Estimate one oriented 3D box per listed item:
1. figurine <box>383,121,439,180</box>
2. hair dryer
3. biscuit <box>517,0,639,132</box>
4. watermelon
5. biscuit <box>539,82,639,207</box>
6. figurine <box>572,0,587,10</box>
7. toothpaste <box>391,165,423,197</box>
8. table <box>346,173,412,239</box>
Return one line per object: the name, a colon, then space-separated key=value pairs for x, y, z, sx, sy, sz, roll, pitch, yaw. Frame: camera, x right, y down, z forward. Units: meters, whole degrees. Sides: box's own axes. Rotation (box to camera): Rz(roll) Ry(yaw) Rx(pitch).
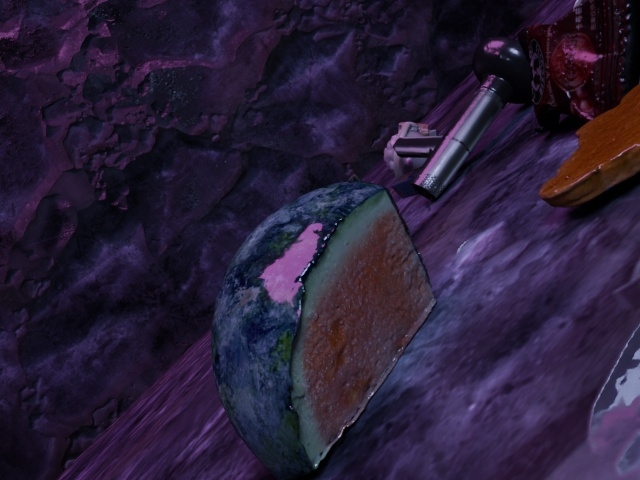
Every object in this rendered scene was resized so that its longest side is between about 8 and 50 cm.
figurine: x=0.232 y=-0.242 z=1.373 sx=0.141 sy=0.162 sz=0.236 roll=5 pitch=31 yaw=20
hair dryer: x=0.252 y=-0.256 z=1.055 sx=0.320 sy=0.156 sz=0.284 roll=-49 pitch=37 yaw=4
biscuit: x=0.314 y=-0.215 z=0.652 sx=0.063 sy=0.151 sz=0.235 roll=-7 pitch=10 yaw=2
watermelon: x=0.019 y=0.077 z=0.523 sx=0.148 sy=0.226 sz=0.318 roll=-36 pitch=44 yaw=55
biscuit: x=0.317 y=-0.124 z=0.456 sx=0.280 sy=0.043 sz=0.183 roll=-39 pitch=10 yaw=8
figurine: x=0.423 y=-0.308 z=0.658 sx=0.174 sy=0.116 sz=0.240 roll=-61 pitch=3 yaw=24
toothpaste: x=0.229 y=-0.146 z=1.197 sx=0.070 sy=0.044 sz=0.193 roll=-45 pitch=6 yaw=-7
table: x=0.092 y=-0.050 z=0.949 sx=0.062 sy=0.146 sz=0.175 roll=-44 pitch=6 yaw=12
